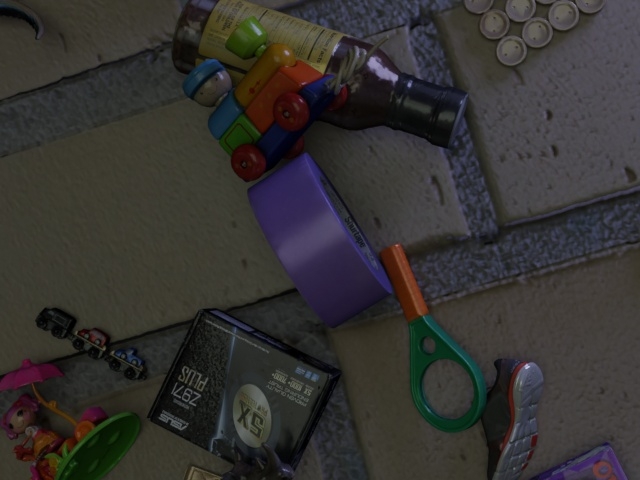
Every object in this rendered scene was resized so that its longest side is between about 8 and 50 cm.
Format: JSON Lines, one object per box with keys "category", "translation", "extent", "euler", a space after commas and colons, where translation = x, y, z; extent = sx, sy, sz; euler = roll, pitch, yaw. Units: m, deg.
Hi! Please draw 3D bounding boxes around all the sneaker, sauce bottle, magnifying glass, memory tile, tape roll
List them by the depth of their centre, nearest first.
{"category": "tape roll", "translation": [0.000, 0.000, 1.416], "extent": [0.080, 0.189, 0.189], "euler": [-31, 84, 6]}
{"category": "sneaker", "translation": [0.213, 0.210, 1.452], "extent": [0.065, 0.061, 0.157], "euler": [19, 100, 42]}
{"category": "sauce bottle", "translation": [0.000, -0.193, 1.464], "extent": [0.344, 0.111, 0.111], "euler": [22, 91, 8]}
{"category": "magnifying glass", "translation": [0.125, 0.114, 1.465], "extent": [0.092, 0.026, 0.231], "euler": [-29, 79, 34]}
{"category": "memory tile", "translation": [0.252, -0.285, 1.476], "extent": [0.148, 0.012, 0.113], "euler": [-33, 83, 7]}

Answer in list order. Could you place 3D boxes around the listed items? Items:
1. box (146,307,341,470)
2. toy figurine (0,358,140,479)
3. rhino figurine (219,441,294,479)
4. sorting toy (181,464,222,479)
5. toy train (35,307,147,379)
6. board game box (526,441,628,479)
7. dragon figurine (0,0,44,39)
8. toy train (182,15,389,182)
{"category": "box", "translation": [-0.089, 0.183, 1.480], "extent": [0.180, 0.077, 0.147], "euler": [27, 93, 9]}
{"category": "toy figurine", "translation": [-0.330, 0.224, 1.510], "extent": [0.159, 0.130, 0.173], "euler": [40, 103, 20]}
{"category": "rhino figurine", "translation": [-0.081, 0.320, 1.430], "extent": [0.106, 0.073, 0.243], "euler": [18, 127, 10]}
{"category": "sorting toy", "translation": [-0.146, 0.321, 1.517], "extent": [0.062, 0.012, 0.083], "euler": [19, 88, 4]}
{"category": "toy train", "translation": [-0.278, 0.126, 1.539], "extent": [0.158, 0.027, 0.036], "euler": [28, 82, 9]}
{"category": "board game box", "translation": [0.315, 0.430, 1.418], "extent": [0.208, 0.056, 0.346], "euler": [-27, 86, 11]}
{"category": "dragon figurine", "translation": [-0.460, -0.311, 1.553], "extent": [0.144, 0.085, 0.289], "euler": [-43, 82, 5]}
{"category": "toy train", "translation": [-0.043, -0.190, 1.362], "extent": [0.143, 0.105, 0.248], "euler": [47, 126, 5]}
